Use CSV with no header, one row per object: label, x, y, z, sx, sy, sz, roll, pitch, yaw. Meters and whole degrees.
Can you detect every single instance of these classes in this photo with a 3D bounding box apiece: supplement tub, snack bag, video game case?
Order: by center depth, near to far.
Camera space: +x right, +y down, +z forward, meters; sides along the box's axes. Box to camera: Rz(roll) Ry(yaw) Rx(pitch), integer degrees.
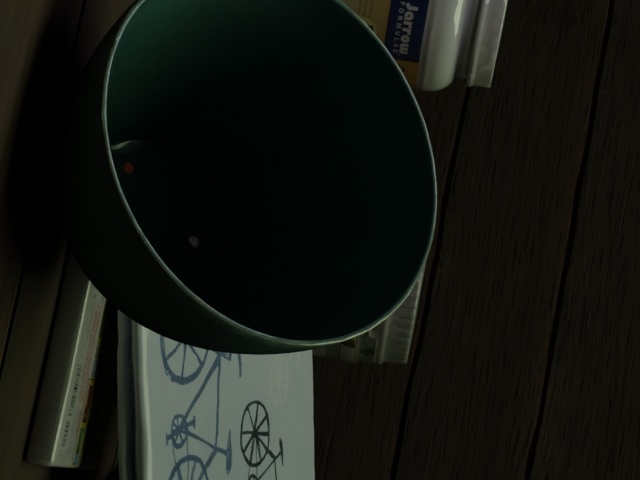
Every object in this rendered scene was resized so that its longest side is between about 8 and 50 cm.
video game case,-0.197,0.081,1.489,0.206,0.026,0.227,71,29,-81
snack bag,-0.089,0.171,1.625,0.342,0.037,0.323,-6,95,-63
supplement tub,0.078,-0.314,2.206,0.228,0.316,0.228,10,90,-86

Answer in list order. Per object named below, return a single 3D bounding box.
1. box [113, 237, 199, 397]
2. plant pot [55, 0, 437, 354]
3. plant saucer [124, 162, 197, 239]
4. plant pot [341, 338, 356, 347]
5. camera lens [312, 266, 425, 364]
box,-0.113,0.072,1.805,0.163,0.142,0.247,83,18,-71
plant pot,-0.084,-0.040,1.315,0.195,0.290,0.290,-25,-135,50
plant saucer,-0.081,-0.127,1.572,0.259,0.047,0.258,46,46,-51
plant pot,0.000,0.000,1.841,0.236,0.032,0.236,170,-90,-88
camera lens,-0.005,0.039,2.268,0.219,0.274,0.219,11,90,-86
